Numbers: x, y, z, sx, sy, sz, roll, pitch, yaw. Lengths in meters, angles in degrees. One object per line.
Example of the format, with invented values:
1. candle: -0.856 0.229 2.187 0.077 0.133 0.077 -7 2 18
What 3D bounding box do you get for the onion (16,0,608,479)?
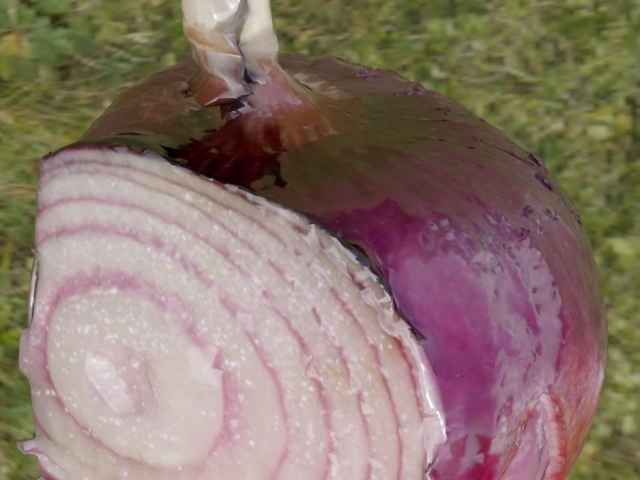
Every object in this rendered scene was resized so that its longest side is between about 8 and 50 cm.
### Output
1. onion: 0.003 0.024 0.843 0.256 0.272 0.230 41 34 12
